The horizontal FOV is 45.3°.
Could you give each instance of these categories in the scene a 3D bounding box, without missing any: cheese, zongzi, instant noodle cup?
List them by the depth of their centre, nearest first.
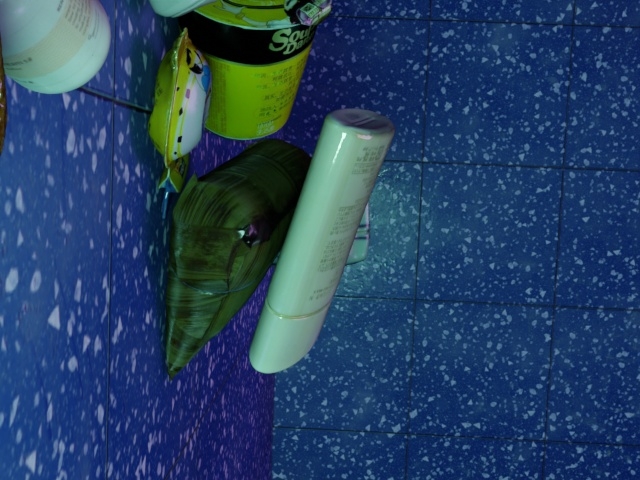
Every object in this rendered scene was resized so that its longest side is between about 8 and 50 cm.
[{"bbox_3d":[-0.170,-0.133,0.910,0.250,0.064,0.156,108,-9,-46],"label":"cheese"},{"bbox_3d":[-0.099,-0.268,1.037,0.236,0.216,0.215,102,-7,-53],"label":"instant noodle cup"},{"bbox_3d":[-0.122,0.023,1.064,0.286,0.139,0.299,-46,158,-61],"label":"zongzi"}]

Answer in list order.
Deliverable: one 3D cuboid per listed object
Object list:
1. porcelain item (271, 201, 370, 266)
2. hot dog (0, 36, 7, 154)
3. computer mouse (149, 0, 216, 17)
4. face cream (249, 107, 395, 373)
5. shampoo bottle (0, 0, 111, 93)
[{"bbox_3d":[-0.049,-0.039,1.406,0.286,0.282,0.157,-85,175,-81],"label":"porcelain item"},{"bbox_3d":[-0.184,-0.072,0.309,0.065,0.099,0.147,21,-64,44],"label":"hot dog"},{"bbox_3d":[-0.105,-0.358,0.856,0.121,0.184,0.296,33,40,-43],"label":"computer mouse"},{"bbox_3d":[0.000,0.000,1.019,0.173,0.081,0.348,-36,148,-65],"label":"face cream"},{"bbox_3d":[-0.180,-0.142,0.403,0.192,0.074,0.073,46,46,-75],"label":"shampoo bottle"}]
